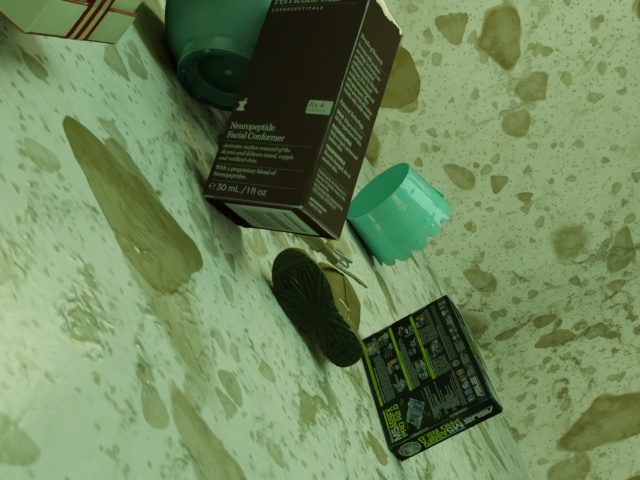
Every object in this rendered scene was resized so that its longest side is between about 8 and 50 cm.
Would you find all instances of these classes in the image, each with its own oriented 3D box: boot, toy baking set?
[{"bbox_3d":[-0.002,0.089,1.408,0.236,0.089,0.269,61,8,-12],"label":"boot"},{"bbox_3d":[-0.002,-0.001,1.538,0.256,0.030,0.197,42,5,9],"label":"toy baking set"}]

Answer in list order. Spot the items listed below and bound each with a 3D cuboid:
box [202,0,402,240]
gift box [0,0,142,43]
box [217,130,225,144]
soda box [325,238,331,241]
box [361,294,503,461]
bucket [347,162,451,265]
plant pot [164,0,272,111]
[{"bbox_3d":[-0.022,-0.206,1.250,0.143,0.191,0.381,41,61,-54],"label":"box"},{"bbox_3d":[-0.295,-0.366,0.822,0.276,0.258,0.255,41,13,3],"label":"gift box"},{"bbox_3d":[-0.060,-0.228,1.552,0.154,0.142,0.300,55,31,-22],"label":"box"},{"bbox_3d":[-0.037,-0.067,1.662,0.181,0.061,0.058,53,13,-34],"label":"soda box"},{"bbox_3d":[0.203,0.259,1.526,0.060,0.216,0.270,49,15,-39],"label":"box"},{"bbox_3d":[0.221,-0.083,2.310,0.183,0.281,0.281,48,15,-17],"label":"bucket"},{"bbox_3d":[-0.153,-0.360,1.428,0.293,0.293,0.196,48,44,-48],"label":"plant pot"}]
